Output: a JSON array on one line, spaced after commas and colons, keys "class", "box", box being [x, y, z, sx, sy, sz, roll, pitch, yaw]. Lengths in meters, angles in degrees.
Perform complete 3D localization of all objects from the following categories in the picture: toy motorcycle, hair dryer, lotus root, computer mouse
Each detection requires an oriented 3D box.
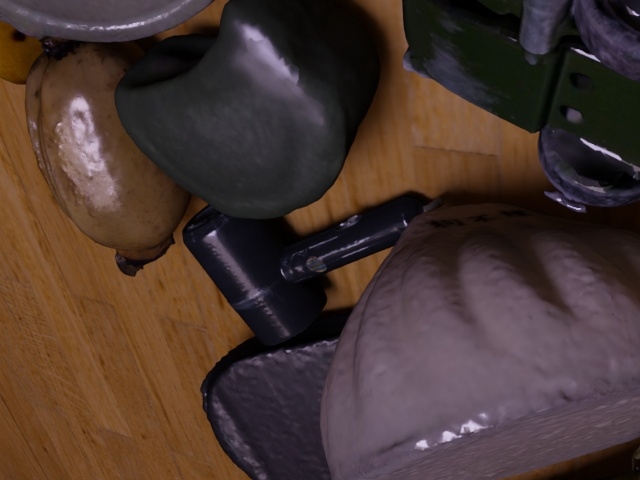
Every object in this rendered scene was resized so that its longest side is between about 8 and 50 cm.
[{"class": "toy motorcycle", "box": [0.108, -0.128, 0.407, 0.275, 0.127, 0.205, 33, 169, 18]}, {"class": "hair dryer", "box": [0.000, 0.000, 0.633, 0.219, 0.071, 0.124, -20, 113, 35]}, {"class": "lotus root", "box": [-0.161, -0.061, 0.641, 0.125, 0.118, 0.221, -124, 17, -58]}, {"class": "computer mouse", "box": [0.027, 0.141, 0.722, 0.295, 0.087, 0.168, -19, 108, 28]}]

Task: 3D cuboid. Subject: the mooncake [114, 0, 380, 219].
[{"class": "mooncake", "box": [-0.049, -0.101, 0.536, 0.175, 0.104, 0.168, 9, 142, 20]}]

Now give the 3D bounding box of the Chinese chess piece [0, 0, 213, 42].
[{"class": "Chinese chess piece", "box": [-0.139, -0.214, 0.445, 0.238, 0.092, 0.237, -1, 146, -1]}]

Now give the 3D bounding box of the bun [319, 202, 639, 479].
[{"class": "bun", "box": [0.115, 0.053, 0.518, 0.263, 0.263, 0.175, -45, 53, 47]}]

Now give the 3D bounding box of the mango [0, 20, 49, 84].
[{"class": "mango", "box": [-0.279, -0.199, 0.621, 0.178, 0.090, 0.115, 38, 147, -5]}]

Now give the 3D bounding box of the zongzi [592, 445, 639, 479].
[{"class": "zongzi", "box": [0.176, 0.235, 0.643, 0.260, 0.123, 0.289, -6, 138, 36]}]
